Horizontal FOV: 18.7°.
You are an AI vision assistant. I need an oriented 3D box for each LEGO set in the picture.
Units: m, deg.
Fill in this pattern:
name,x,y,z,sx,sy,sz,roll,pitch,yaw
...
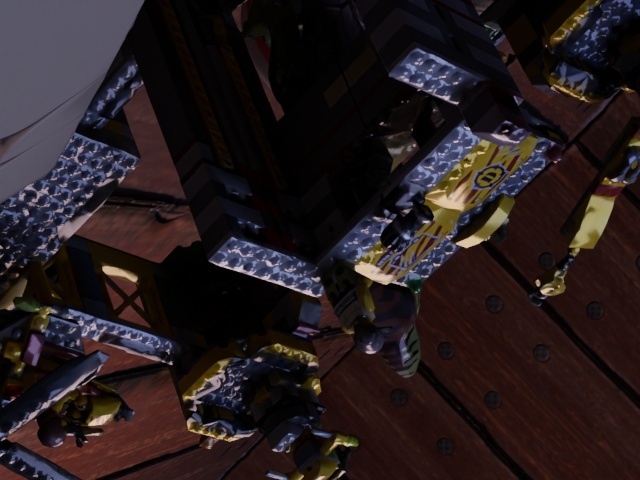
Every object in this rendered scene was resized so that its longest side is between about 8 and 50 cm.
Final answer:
name,x,y,z,sx,sy,sz,roll,pitch,yaw
LEGO set,0.000,0.000,0.692,0.331,0.192,0.255,-39,139,20

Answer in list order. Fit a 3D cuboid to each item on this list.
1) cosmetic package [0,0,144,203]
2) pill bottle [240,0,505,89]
name,x,y,z,sx,sy,sz,roll,pitch,yaw
cosmetic package,-0.169,-0.022,0.333,0.309,0.113,0.160,-36,168,-38
pill bottle,0.048,-0.133,0.811,0.108,0.108,0.180,-36,168,-43
